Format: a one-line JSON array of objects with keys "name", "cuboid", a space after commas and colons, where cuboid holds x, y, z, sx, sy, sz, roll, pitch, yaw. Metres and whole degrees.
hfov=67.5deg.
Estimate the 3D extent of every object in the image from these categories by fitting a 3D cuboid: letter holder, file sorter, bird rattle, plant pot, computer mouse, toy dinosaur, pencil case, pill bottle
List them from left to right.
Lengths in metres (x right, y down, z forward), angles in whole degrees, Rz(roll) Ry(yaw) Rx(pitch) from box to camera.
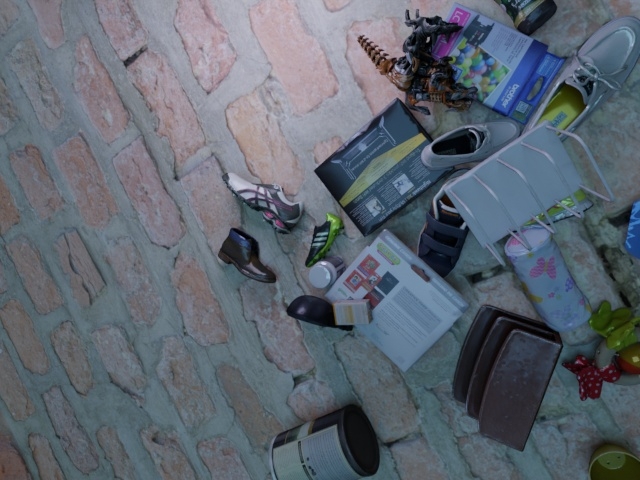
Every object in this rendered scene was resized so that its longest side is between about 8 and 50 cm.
[{"name": "computer mouse", "cuboid": [-0.012, 0.199, 1.369, 0.188, 0.272, 0.072, 16, 83, 18]}, {"name": "pill bottle", "cuboid": [0.019, 0.093, 1.397, 0.078, 0.137, 0.078, 3, 98, 19]}, {"name": "toy dinosaur", "cuboid": [0.239, -0.437, 1.187, 0.321, 0.164, 0.219, 18, 125, -4]}, {"name": "letter holder", "cuboid": [0.474, 0.350, 1.269, 0.214, 0.152, 0.302, 18, 103, 18]}, {"name": "file sorter", "cuboid": [0.463, -0.100, 1.082, 0.277, 0.173, 0.193, -35, 108, 13]}, {"name": "pencil case", "cuboid": [0.562, 0.094, 1.178, 0.124, 0.113, 0.273, -36, 107, 4]}, {"name": "plant pot", "cuboid": [0.755, 0.579, 1.229, 0.134, 0.095, 0.135, 3, 99, 19]}, {"name": "bird rattle", "cuboid": [0.743, 0.293, 1.182, 0.206, 0.143, 0.254, 11, 105, 1]}]

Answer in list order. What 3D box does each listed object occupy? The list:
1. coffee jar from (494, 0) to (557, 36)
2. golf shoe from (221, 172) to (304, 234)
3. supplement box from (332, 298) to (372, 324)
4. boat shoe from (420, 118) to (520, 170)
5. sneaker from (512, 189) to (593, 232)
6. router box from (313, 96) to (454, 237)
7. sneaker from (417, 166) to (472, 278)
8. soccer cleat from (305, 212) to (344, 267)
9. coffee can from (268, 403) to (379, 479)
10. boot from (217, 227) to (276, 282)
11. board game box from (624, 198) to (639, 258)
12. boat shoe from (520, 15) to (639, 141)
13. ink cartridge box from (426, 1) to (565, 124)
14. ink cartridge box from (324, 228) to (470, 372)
[{"name": "coffee jar", "cuboid": [0.482, -0.594, 1.165, 0.096, 0.079, 0.184, -40, 84, 20]}, {"name": "golf shoe", "cuboid": [-0.175, -0.136, 1.467, 0.272, 0.105, 0.120, 38, 93, 5]}, {"name": "supplement box", "cuboid": [0.087, 0.195, 1.303, 0.098, 0.036, 0.062, -5, 99, 23]}, {"name": "boat shoe", "cuboid": [0.383, -0.250, 1.199, 0.267, 0.088, 0.096, -14, 82, -4]}, {"name": "sneaker", "cuboid": [0.566, -0.083, 1.217, 0.208, 0.081, 0.094, -23, 82, 15]}, {"name": "router box", "cuboid": [0.173, -0.197, 1.331, 0.308, 0.081, 0.243, -38, 85, 20]}, {"name": "sneaker", "cuboid": [0.334, -0.038, 1.276, 0.126, 0.127, 0.322, 17, 105, 15]}, {"name": "soccer cleat", "cuboid": [0.000, 0.000, 1.439, 0.072, 0.060, 0.179, 39, 102, 21]}, {"name": "coffee can", "cuboid": [0.010, 0.640, 1.446, 0.275, 0.201, 0.202, -29, 88, 21]}, {"name": "boot", "cuboid": [-0.221, 0.048, 1.507, 0.219, 0.082, 0.106, 27, 108, 16]}, {"name": "board game box", "cuboid": [0.812, -0.033, 1.156, 0.133, 0.033, 0.169, 6, 105, 14]}, {"name": "boat shoe", "cuboid": [0.608, -0.359, 1.113, 0.136, 0.156, 0.367, 42, 109, 9]}, {"name": "ink cartridge box", "cuboid": [0.429, -0.447, 1.217, 0.311, 0.065, 0.186, 32, 107, 11]}, {"name": "ink cartridge box", "cuboid": [0.219, 0.153, 1.338, 0.309, 0.130, 0.272, 43, 111, 9]}]
